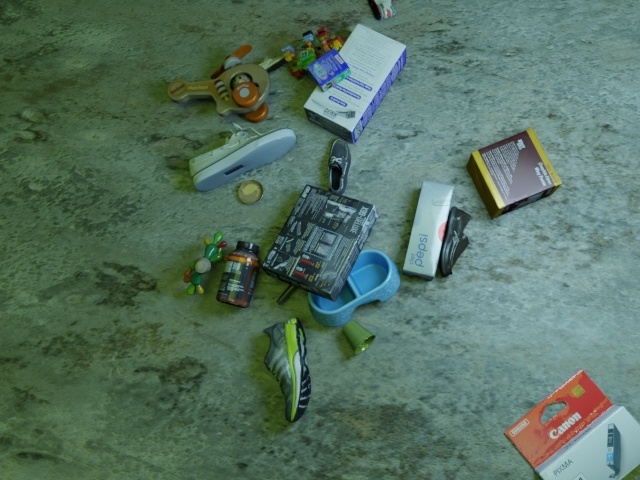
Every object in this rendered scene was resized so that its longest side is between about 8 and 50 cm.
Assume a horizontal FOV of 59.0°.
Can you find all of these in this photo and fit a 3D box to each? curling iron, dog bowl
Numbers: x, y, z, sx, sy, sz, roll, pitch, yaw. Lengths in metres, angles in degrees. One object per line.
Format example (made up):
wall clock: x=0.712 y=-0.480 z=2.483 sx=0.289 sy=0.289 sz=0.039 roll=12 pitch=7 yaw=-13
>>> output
curling iron: x=-0.050 y=0.086 z=1.759 sx=0.068 sy=0.035 sz=0.274 roll=32 pitch=83 yaw=17
dog bowl: x=0.093 y=0.133 z=1.689 sx=0.297 sy=0.074 sz=0.166 roll=-29 pitch=60 yaw=0

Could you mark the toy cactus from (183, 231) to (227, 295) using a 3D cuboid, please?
toy cactus: x=-0.351 y=0.081 z=1.732 sx=0.112 sy=0.180 sz=0.219 roll=38 pitch=89 yaw=-7

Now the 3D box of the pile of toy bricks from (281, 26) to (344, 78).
pile of toy bricks: x=-0.034 y=-0.595 z=1.835 sx=0.212 sy=0.118 sz=0.105 roll=-12 pitch=75 yaw=31

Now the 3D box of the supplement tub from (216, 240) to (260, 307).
supplement tub: x=-0.247 y=0.103 z=1.744 sx=0.106 sy=0.106 sz=0.198 roll=13 pitch=79 yaw=10

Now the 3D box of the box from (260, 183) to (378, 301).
box: x=0.000 y=0.000 z=1.698 sx=0.242 sy=0.076 sz=0.307 roll=19 pitch=70 yaw=24

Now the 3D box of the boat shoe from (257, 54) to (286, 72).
boat shoe: x=-0.178 y=-0.596 z=1.918 sx=0.135 sy=0.050 sz=0.045 roll=-30 pitch=81 yaw=0

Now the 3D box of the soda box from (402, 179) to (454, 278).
soda box: x=0.324 y=-0.030 z=1.708 sx=0.098 sy=0.091 sz=0.286 roll=13 pitch=80 yaw=9

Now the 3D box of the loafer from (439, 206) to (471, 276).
loafer: x=0.407 y=0.006 z=1.695 sx=0.078 sy=0.080 sz=0.220 roll=12 pitch=79 yaw=10

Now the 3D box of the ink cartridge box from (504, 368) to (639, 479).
ink cartridge box: x=0.706 y=0.545 z=1.547 sx=0.296 sy=0.066 sz=0.261 roll=-38 pitch=77 yaw=-2

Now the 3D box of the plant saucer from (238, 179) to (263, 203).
plant saucer: x=-0.224 y=-0.157 z=1.844 sx=0.083 sy=0.015 sz=0.083 roll=-1 pitch=78 yaw=7

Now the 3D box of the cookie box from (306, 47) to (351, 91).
cookie box: x=0.027 y=-0.534 z=1.777 sx=0.107 sy=0.040 sz=0.092 roll=-33 pitch=73 yaw=1

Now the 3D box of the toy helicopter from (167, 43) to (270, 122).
toy helicopter: x=-0.339 y=-0.521 z=1.881 sx=0.355 sy=0.140 sz=0.235 roll=0 pitch=77 yaw=11

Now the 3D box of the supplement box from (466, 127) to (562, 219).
supplement box: x=0.573 y=-0.197 z=1.694 sx=0.194 sy=0.129 sz=0.191 roll=-22 pitch=76 yaw=2

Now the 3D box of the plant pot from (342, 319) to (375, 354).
plant pot: x=0.108 y=0.280 z=1.680 sx=0.083 sy=0.083 sz=0.079 roll=-41 pitch=64 yaw=-3

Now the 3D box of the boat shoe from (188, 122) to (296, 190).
boat shoe: x=-0.265 y=-0.304 z=1.833 sx=0.367 sy=0.136 sz=0.156 roll=-26 pitch=72 yaw=11

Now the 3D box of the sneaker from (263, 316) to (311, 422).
sneaker: x=-0.102 y=0.383 z=1.675 sx=0.121 sy=0.111 sz=0.300 roll=-10 pitch=71 yaw=15

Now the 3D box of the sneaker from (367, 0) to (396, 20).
sneaker: x=0.207 y=-0.823 z=1.924 sx=0.075 sy=0.057 sz=0.161 roll=-14 pitch=74 yaw=-13

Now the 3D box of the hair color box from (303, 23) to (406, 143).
hair color box: x=0.115 y=-0.506 z=1.832 sx=0.185 sy=0.110 sz=0.339 roll=31 pitch=81 yaw=14

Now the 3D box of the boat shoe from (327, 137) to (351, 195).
boat shoe: x=0.058 y=-0.236 z=1.800 sx=0.075 sy=0.065 sz=0.206 roll=3 pitch=78 yaw=8
